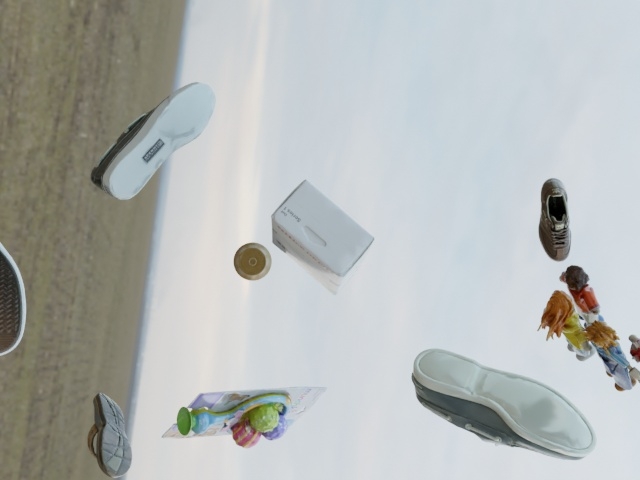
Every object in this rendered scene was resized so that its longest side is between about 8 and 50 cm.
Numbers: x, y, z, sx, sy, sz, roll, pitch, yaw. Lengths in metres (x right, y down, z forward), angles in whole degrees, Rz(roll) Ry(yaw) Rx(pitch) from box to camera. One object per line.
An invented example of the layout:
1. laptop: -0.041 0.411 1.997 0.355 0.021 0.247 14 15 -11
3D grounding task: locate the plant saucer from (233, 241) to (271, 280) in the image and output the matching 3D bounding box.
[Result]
1. plant saucer: -0.147 0.045 1.897 0.015 0.083 0.083 151 -53 -87

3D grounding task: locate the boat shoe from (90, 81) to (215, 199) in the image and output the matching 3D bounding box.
1. boat shoe: -0.245 -0.155 1.273 0.219 0.070 0.078 -47 137 -19

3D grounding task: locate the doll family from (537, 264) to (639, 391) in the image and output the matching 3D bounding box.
1. doll family: 0.415 0.149 1.311 0.263 0.118 0.163 48 -4 44

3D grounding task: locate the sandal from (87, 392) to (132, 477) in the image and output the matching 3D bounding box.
1. sandal: -0.406 0.370 1.644 0.060 0.090 0.219 -37 -144 2

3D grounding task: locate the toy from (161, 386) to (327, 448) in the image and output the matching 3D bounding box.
1. toy: -0.110 0.284 1.362 0.137 0.237 0.056 -50 -134 36

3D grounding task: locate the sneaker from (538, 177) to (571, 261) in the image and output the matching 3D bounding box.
1. sneaker: 0.484 -0.032 1.817 0.071 0.066 0.188 -72 151 -65

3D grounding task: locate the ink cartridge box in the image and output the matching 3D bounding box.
1. ink cartridge box: 0.000 0.000 1.528 0.092 0.160 0.219 -49 175 -11

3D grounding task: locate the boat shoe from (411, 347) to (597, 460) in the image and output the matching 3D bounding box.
1. boat shoe: 0.299 0.287 1.469 0.116 0.319 0.099 -47 152 -42

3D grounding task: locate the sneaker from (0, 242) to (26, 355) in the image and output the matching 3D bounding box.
1. sneaker: -0.525 0.040 1.356 0.123 0.106 0.290 142 -71 -71
